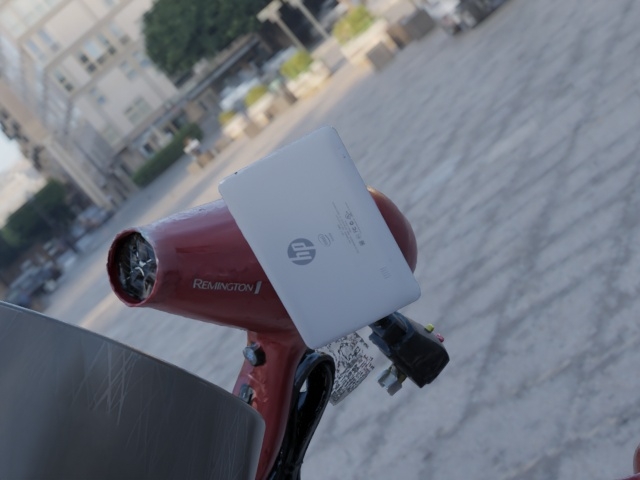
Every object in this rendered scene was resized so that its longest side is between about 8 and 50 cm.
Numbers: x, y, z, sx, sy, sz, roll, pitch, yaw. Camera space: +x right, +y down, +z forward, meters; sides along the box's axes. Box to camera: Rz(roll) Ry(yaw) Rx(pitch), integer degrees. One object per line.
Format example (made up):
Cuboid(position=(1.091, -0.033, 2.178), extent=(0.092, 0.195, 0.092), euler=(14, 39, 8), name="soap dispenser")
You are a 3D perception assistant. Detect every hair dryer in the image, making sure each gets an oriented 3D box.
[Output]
Cuboid(position=(-0.017, 0.074, 0.644), extent=(0.080, 0.293, 0.223), euler=(16, 62, 37), name="hair dryer")

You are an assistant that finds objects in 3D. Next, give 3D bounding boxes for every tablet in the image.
Cuboid(position=(0.000, 0.000, 0.496), extent=(0.054, 0.083, 0.006), euler=(-27, 13, 8), name="tablet")

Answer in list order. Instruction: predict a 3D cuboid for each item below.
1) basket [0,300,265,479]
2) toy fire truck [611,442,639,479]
Cuboid(position=(-0.113, 0.143, 0.386), extent=(0.204, 0.154, 0.226), euler=(12, 72, 29), name="basket")
Cuboid(position=(0.197, 0.243, 0.711), extent=(0.254, 0.302, 0.169), euler=(-26, 39, 31), name="toy fire truck")
